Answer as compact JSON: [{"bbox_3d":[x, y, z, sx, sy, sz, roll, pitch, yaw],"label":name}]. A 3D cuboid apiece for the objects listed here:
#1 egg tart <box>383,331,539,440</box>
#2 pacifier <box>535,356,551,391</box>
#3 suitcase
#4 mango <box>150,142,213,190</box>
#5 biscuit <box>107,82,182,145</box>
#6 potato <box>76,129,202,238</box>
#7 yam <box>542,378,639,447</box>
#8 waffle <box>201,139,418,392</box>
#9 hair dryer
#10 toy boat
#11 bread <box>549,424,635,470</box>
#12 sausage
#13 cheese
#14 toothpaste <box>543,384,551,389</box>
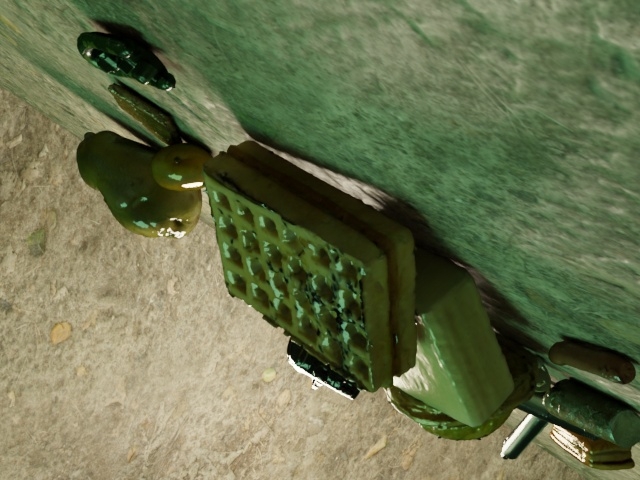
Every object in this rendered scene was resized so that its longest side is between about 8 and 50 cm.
[{"bbox_3d":[0.249,0.257,1.652,0.288,0.288,0.118,25,131,50],"label":"egg tart"},{"bbox_3d":[0.395,0.235,1.715,0.083,0.068,0.064,53,148,27],"label":"pacifier"},{"bbox_3d":[0.047,0.204,2.098,0.194,0.283,0.434,30,174,0],"label":"suitcase"},{"bbox_3d":[-0.269,-0.143,1.844,0.130,0.092,0.195,-1,-178,-1],"label":"mango"},{"bbox_3d":[-0.329,-0.235,1.787,0.131,0.026,0.237,34,174,2],"label":"biscuit"},{"bbox_3d":[-0.446,-0.139,2.272,0.351,0.202,0.218,41,161,-2],"label":"potato"},{"bbox_3d":[0.483,0.306,1.663,0.078,0.078,0.179,38,172,-34],"label":"yam"},{"bbox_3d":[-0.019,0.036,1.365,0.376,0.114,0.261,32,138,40],"label":"waffle"},{"bbox_3d":[0.374,0.369,1.915,0.320,0.284,0.155,30,-144,-2],"label":"hair dryer"},{"bbox_3d":[-0.277,-0.254,1.306,0.104,0.052,0.210,36,172,-40],"label":"toy boat"},{"bbox_3d":[0.570,0.421,1.968,0.116,0.077,0.200,-2,-171,-13],"label":"bread"},{"bbox_3d":[0.379,0.170,1.328,0.043,0.043,0.186,35,172,-16],"label":"sausage"},{"bbox_3d":[0.158,0.137,1.464,0.242,0.124,0.265,28,153,49],"label":"cheese"},{"bbox_3d":[0.410,0.272,1.942,0.197,0.035,0.057,35,156,0],"label":"toothpaste"}]
